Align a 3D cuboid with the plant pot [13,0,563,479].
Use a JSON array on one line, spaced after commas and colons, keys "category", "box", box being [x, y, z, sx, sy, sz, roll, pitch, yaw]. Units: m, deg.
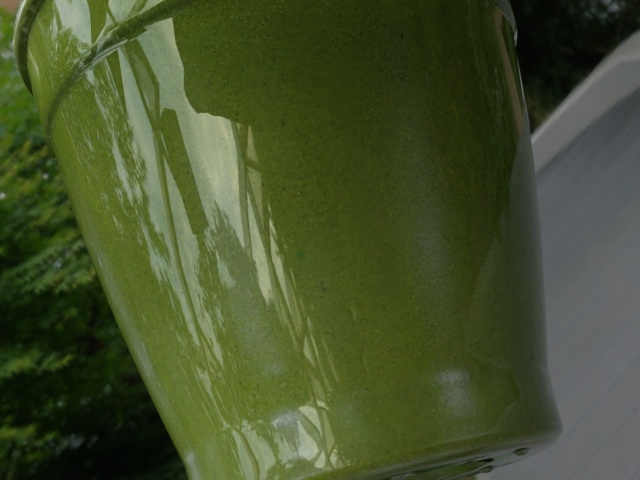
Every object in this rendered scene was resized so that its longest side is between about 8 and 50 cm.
[{"category": "plant pot", "box": [0.000, 0.000, 0.664, 0.367, 0.352, 0.366, -13, -19, -5]}]
